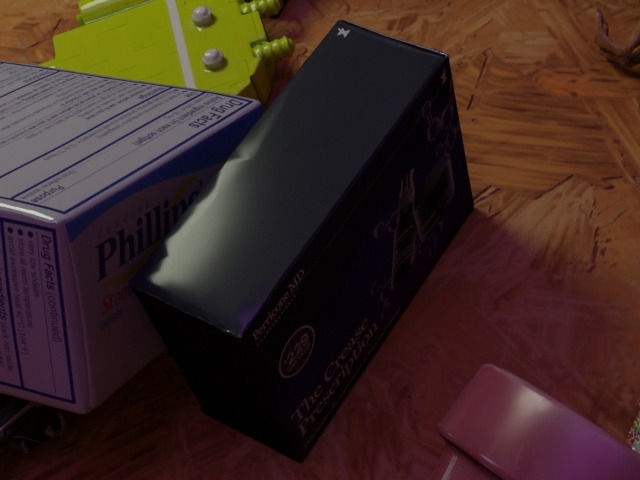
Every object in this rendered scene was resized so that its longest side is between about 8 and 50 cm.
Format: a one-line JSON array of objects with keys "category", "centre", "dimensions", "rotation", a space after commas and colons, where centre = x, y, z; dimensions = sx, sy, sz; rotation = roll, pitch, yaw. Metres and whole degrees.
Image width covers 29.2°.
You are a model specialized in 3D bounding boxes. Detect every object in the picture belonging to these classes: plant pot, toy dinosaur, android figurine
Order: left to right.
[{"category": "android figurine", "centre": [-0.157, -0.154, 1.144], "dimensions": [0.272, 0.056, 0.248], "rotation": [-18, 51, 5]}, {"category": "plant pot", "centre": [0.125, 0.201, 0.714], "dimensions": [0.201, 0.201, 0.180], "rotation": [34, 85, 34]}, {"category": "toy dinosaur", "centre": [0.283, -0.156, 1.009], "dimensions": [0.112, 0.064, 0.211], "rotation": [7, 56, 20]}]

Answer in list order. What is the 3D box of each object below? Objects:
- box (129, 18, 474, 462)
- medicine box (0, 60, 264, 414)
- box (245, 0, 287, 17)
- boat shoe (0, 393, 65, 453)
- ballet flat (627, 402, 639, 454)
[{"category": "box", "centre": [0.000, 0.000, 0.895], "dimensions": [0.103, 0.184, 0.261], "rotation": [22, 63, 30]}, {"category": "medicine box", "centre": [-0.224, -0.020, 0.932], "dimensions": [0.289, 0.149, 0.263], "rotation": [11, 27, 23]}, {"category": "box", "centre": [-0.074, -0.261, 1.194], "dimensions": [0.083, 0.062, 0.052], "rotation": [17, 62, 26]}, {"category": "boat shoe", "centre": [-0.233, 0.130, 0.944], "dimensions": [0.219, 0.078, 0.070], "rotation": [-33, 84, -19]}, {"category": "ballet flat", "centre": [0.284, 0.069, 0.828], "dimensions": [0.091, 0.077, 0.241], "rotation": [19, 61, 29]}]
